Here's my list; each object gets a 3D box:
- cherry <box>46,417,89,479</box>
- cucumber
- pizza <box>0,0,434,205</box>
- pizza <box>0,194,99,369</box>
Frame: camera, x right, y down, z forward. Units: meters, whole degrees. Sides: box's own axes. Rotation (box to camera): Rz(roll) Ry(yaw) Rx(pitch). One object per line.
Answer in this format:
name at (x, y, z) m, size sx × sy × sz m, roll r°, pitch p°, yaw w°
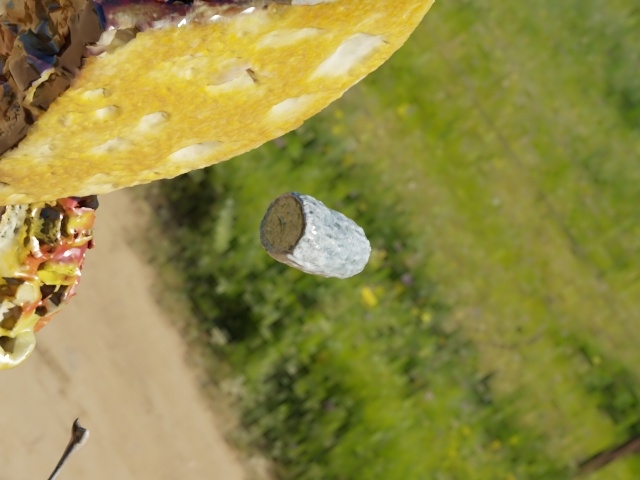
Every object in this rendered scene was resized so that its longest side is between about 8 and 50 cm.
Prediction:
cherry at (-0.261, 0.140, 1.129) m, size 0.148 × 0.188 × 0.115 m, roll 43°, pitch 10°, yaw 4°
cucumber at (-0.001, -0.001, 1.629) m, size 0.112 × 0.064 × 0.064 m, roll 22°, pitch 38°, yaw -54°
pizza at (-0.106, -0.126, 1.253) m, size 0.278 × 0.409 × 0.114 m, roll 26°, pitch 41°, yaw -57°
pizza at (-0.302, 0.062, 1.779) m, size 0.130 × 0.406 × 0.440 m, roll 30°, pitch -18°, yaw -14°
